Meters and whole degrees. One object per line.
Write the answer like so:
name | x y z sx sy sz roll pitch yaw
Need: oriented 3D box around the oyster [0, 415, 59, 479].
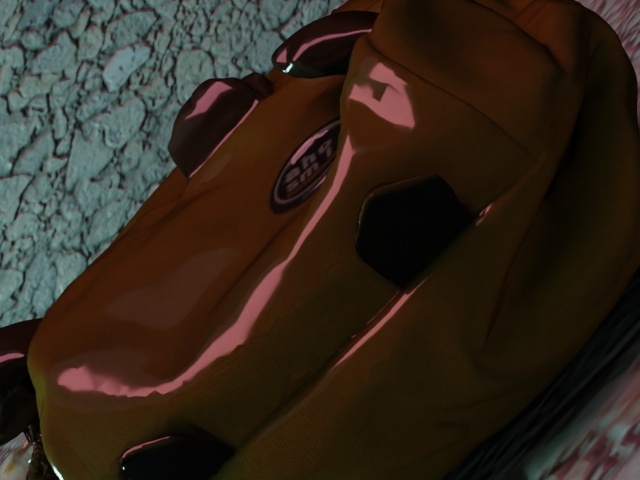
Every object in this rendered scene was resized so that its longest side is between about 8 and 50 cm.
oyster | -0.296 0.267 1.621 0.214 0.083 0.223 130 161 -78

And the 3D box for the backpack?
backpack | 0.003 0.006 0.818 0.353 0.201 0.378 -44 13 12
